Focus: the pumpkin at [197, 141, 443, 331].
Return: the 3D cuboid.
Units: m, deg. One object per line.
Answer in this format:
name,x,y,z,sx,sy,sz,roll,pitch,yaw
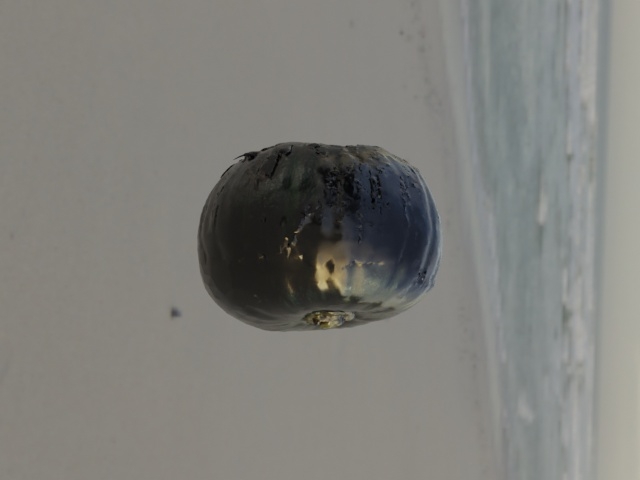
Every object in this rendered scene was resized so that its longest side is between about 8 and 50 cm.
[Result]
pumpkin,0.000,0.000,1.049,0.233,0.233,0.163,43,46,-72
